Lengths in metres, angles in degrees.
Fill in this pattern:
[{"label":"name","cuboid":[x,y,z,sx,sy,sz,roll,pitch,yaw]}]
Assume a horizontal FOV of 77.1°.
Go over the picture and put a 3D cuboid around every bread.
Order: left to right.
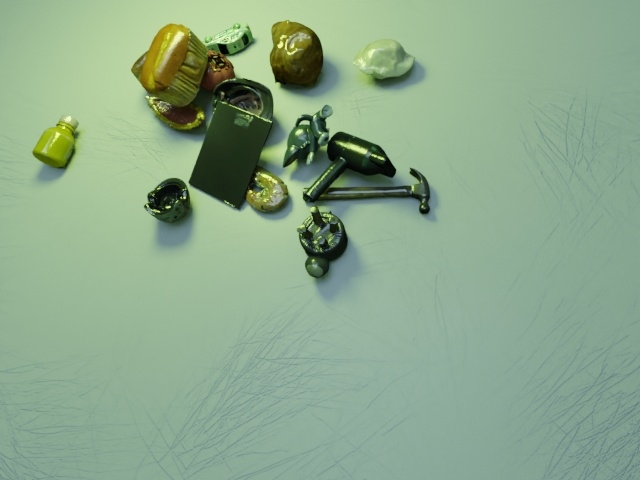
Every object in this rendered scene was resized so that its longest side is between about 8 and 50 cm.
[{"label":"bread","cuboid":[-0.567,-0.676,1.539,0.204,0.156,0.288,26,93,25]}]

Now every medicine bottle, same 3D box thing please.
[{"label":"medicine bottle","cuboid":[-1.094,-0.422,1.684,0.122,0.122,0.212,10,69,14]}]

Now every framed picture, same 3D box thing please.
[{"label":"framed picture","cuboid":[-0.340,-0.320,1.488,0.255,0.014,0.338,26,100,20]}]

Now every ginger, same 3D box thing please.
[{"label":"ginger","cuboid":[-0.094,-0.757,1.602,0.223,0.200,0.269,1,68,13]}]

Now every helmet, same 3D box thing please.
[{"label":"helmet","cuboid":[-0.548,-0.135,1.479,0.153,0.107,0.176,-8,47,10]},{"label":"helmet","cuboid":[-0.296,-0.525,1.571,0.254,0.154,0.198,6,104,3]}]

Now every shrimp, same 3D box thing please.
[{"label":"shrimp","cuboid":[-0.227,-0.204,1.475,0.145,0.061,0.267,-45,69,1]}]

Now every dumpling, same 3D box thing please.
[{"label":"dumpling","cuboid":[0.249,-0.700,1.560,0.250,0.132,0.162,-13,56,-12]}]

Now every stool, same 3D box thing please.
[{"label":"stool","cuboid":[0.009,0.000,1.302,0.154,0.139,0.227,-14,63,6]}]

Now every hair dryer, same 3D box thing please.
[{"label":"hair dryer","cuboid":[0.085,-0.219,1.360,0.244,0.116,0.302,31,74,36]}]

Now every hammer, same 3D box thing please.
[{"label":"hammer","cuboid":[0.154,-0.166,1.397,0.440,0.044,0.168,-1,68,9]}]

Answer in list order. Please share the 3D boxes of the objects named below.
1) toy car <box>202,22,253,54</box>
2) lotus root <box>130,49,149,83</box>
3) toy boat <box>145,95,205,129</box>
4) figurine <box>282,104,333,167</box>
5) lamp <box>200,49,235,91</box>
[{"label":"toy car","cuboid":[-0.405,-0.870,1.766,0.224,0.090,0.076,-26,72,-1]},{"label":"lotus root","cuboid":[-0.646,-0.737,1.713,0.291,0.193,0.193,-32,66,-12]},{"label":"toy boat","cuboid":[-0.584,-0.525,1.651,0.318,0.099,0.141,26,77,22]},{"label":"figurine","cuboid":[-0.043,-0.364,1.414,0.140,0.265,0.193,16,68,-5]},{"label":"lamp","cuboid":[-0.449,-0.698,1.674,0.182,0.140,0.181,14,58,-23]}]
